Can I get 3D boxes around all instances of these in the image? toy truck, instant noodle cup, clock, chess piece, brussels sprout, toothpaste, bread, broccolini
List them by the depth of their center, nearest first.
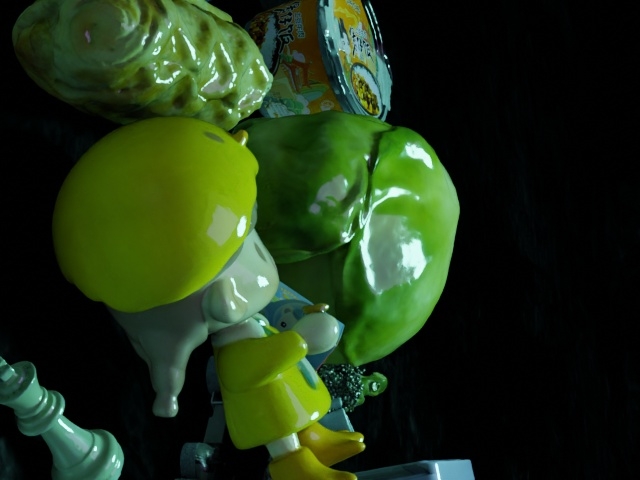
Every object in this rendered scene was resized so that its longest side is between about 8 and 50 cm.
[{"bbox_3d":[-0.209,0.134,1.292,0.149,0.059,0.059,55,30,-38],"label":"chess piece"},{"bbox_3d":[-0.153,-0.158,1.459,0.267,0.152,0.130,14,75,-67],"label":"bread"},{"bbox_3d":[-0.067,0.041,1.544,0.193,0.070,0.044,34,27,-6],"label":"toothpaste"},{"bbox_3d":[-0.062,0.217,1.569,0.253,0.114,0.124,-79,164,-46],"label":"toy truck"},{"bbox_3d":[0.001,-0.002,1.707,0.294,0.227,0.259,-30,117,-44],"label":"brussels sprout"},{"bbox_3d":[0.051,0.270,1.718,0.144,0.193,0.073,18,60,-69],"label":"clock"},{"bbox_3d":[-0.011,-0.201,1.900,0.208,0.125,0.178,50,36,-54],"label":"instant noodle cup"},{"bbox_3d":[0.037,0.162,1.974,0.067,0.058,0.216,-61,169,7],"label":"broccolini"}]

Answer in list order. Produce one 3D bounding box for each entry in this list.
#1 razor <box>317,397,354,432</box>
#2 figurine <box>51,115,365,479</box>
[{"bbox_3d":[-0.013,0.146,1.788,0.232,0.106,0.068,-85,157,-60],"label":"razor"},{"bbox_3d":[-0.083,0.058,1.408,0.344,0.187,0.215,59,-5,-8],"label":"figurine"}]
